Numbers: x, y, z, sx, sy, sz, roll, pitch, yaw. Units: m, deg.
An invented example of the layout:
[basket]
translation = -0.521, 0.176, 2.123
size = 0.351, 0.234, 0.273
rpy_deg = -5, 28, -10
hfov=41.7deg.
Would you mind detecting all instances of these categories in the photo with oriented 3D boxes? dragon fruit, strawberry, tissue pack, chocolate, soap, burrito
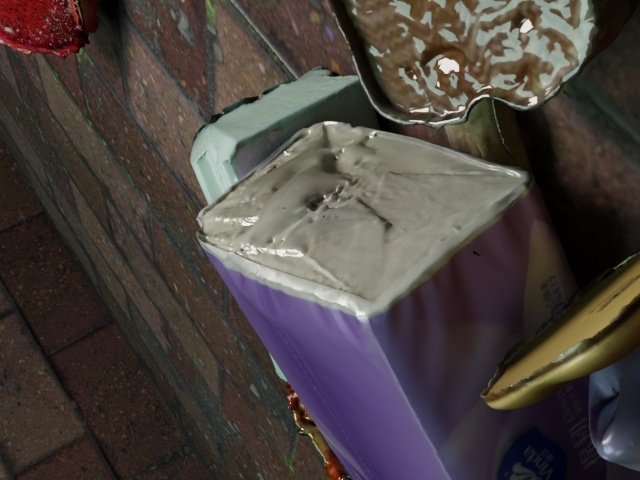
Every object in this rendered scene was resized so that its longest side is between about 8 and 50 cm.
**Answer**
[dragon fruit]
translation = -0.373, -0.366, 1.123
size = 0.262, 0.162, 0.189
rpy_deg = 121, 146, -62
[strawberry]
translation = 0.042, 0.183, 0.967
size = 0.167, 0.087, 0.208
rpy_deg = 52, 141, 25
[tissue pack]
translation = 0.076, 0.096, 0.602
size = 0.242, 0.160, 0.338
rpy_deg = 23, 148, 56
[chocolate]
translation = 0.066, -0.172, 0.418
size = 0.148, 0.093, 0.214
rpy_deg = -9, 111, 50
[soap]
translation = 0.000, 0.000, 0.726
size = 0.094, 0.150, 0.262
rpy_deg = 29, 143, 59
[burrito]
translation = 0.102, -0.082, 0.542
size = 0.058, 0.045, 0.188
rpy_deg = -104, -7, -67

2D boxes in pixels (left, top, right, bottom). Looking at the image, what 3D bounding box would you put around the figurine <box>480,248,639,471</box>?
[figurine]
translation = 0.217, 0.120, 0.375
size = 0.257, 0.181, 0.208
rpy_deg = 50, 129, 7
